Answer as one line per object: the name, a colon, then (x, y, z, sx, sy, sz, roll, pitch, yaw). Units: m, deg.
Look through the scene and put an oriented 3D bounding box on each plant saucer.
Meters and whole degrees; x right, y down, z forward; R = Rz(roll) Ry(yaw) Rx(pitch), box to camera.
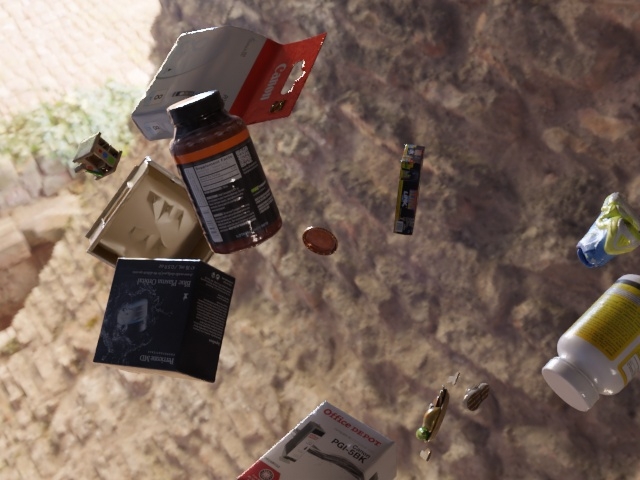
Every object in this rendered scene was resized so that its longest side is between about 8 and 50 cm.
plant saucer: (0.000, 0.000, 1.733, 0.083, 0.013, 0.084, 14, -42, 13)

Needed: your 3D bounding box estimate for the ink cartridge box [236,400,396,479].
ink cartridge box: (-0.001, 0.238, 0.787, 0.099, 0.135, 0.056, 23, -47, 35)

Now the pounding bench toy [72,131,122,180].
pounding bench toy: (-0.397, -0.136, 1.385, 0.052, 0.083, 0.065, -18, -45, 32)

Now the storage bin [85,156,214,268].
storage bin: (-0.394, -0.026, 1.924, 0.262, 0.260, 0.123, 35, 1, -26)

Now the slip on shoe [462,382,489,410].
slip on shoe: (0.376, 0.385, 1.935, 0.041, 0.135, 0.052, 4, -76, 33)

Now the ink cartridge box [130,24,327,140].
ink cartridge box: (-0.206, -0.377, 1.767, 0.384, 0.308, 0.091, -5, -44, 29)

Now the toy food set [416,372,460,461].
toy food set: (0.237, 0.367, 1.655, 0.038, 0.192, 0.132, 22, -12, 5)

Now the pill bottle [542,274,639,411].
pill bottle: (0.711, 0.255, 1.923, 0.188, 0.334, 0.188, 46, -12, 13)

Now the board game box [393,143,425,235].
board game box: (0.201, -0.116, 1.764, 0.141, 0.048, 0.170, -63, 160, -64)

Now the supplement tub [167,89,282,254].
supplement tub: (-0.127, -0.089, 1.005, 0.106, 0.106, 0.198, 17, -50, 63)

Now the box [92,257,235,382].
box: (-0.222, 0.112, 1.116, 0.155, 0.158, 0.093, 0, -18, 29)

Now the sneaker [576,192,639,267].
sneaker: (0.566, -0.018, 1.560, 0.126, 0.240, 0.091, -39, -92, 27)
